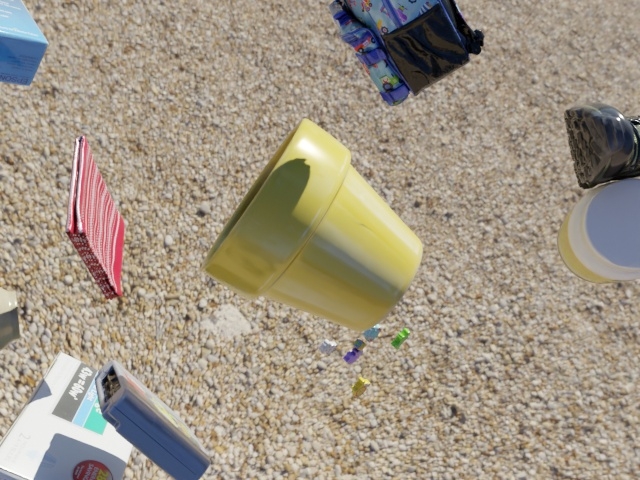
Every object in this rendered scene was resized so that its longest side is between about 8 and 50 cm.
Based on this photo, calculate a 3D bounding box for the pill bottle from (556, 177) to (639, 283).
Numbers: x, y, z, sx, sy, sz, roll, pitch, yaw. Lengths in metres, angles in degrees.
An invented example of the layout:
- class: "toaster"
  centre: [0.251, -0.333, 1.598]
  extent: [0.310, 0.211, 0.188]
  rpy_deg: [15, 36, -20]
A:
- class: "pill bottle"
  centre: [0.364, -0.007, 0.692]
  extent: [0.119, 0.208, 0.119]
  rpy_deg: [-2, 84, 18]

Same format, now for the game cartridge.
- class: "game cartridge"
  centre: [-0.276, 0.295, 0.915]
  extent: [0.060, 0.294, 0.196]
  rpy_deg: [-43, 106, -19]

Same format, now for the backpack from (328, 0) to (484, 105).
- class: "backpack"
  centre: [0.065, -0.248, 0.567]
  extent: [0.173, 0.117, 0.158]
  rpy_deg: [46, 21, -35]

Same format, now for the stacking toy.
- class: "stacking toy"
  centre: [0.114, 0.271, 1.469]
  extent: [0.221, 0.052, 0.167]
  rpy_deg: [-50, 53, 6]

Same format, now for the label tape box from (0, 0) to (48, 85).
- class: "label tape box"
  centre: [-0.698, -0.448, 1.012]
  extent: [0.348, 0.115, 0.249]
  rpy_deg: [51, 30, 19]

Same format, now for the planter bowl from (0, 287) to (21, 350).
- class: "planter bowl"
  centre: [-0.649, 0.153, 1.091]
  extent: [0.109, 0.162, 0.162]
  rpy_deg: [-7, 66, -30]

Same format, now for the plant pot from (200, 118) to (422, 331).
- class: "plant pot"
  centre: [0.000, 0.000, 0.788]
  extent: [0.239, 0.254, 0.254]
  rpy_deg: [35, 57, -12]

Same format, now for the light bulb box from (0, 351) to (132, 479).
- class: "light bulb box"
  centre: [-0.558, 0.489, 1.116]
  extent: [0.225, 0.361, 0.358]
  rpy_deg: [32, 13, -15]

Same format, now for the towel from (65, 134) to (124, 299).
- class: "towel"
  centre: [-0.403, -0.030, 1.021]
  extent: [0.031, 0.275, 0.199]
  rpy_deg: [-4, 61, -8]

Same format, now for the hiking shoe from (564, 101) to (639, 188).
- class: "hiking shoe"
  centre: [0.327, -0.109, 0.595]
  extent: [0.227, 0.114, 0.086]
  rpy_deg: [-5, 81, -66]
